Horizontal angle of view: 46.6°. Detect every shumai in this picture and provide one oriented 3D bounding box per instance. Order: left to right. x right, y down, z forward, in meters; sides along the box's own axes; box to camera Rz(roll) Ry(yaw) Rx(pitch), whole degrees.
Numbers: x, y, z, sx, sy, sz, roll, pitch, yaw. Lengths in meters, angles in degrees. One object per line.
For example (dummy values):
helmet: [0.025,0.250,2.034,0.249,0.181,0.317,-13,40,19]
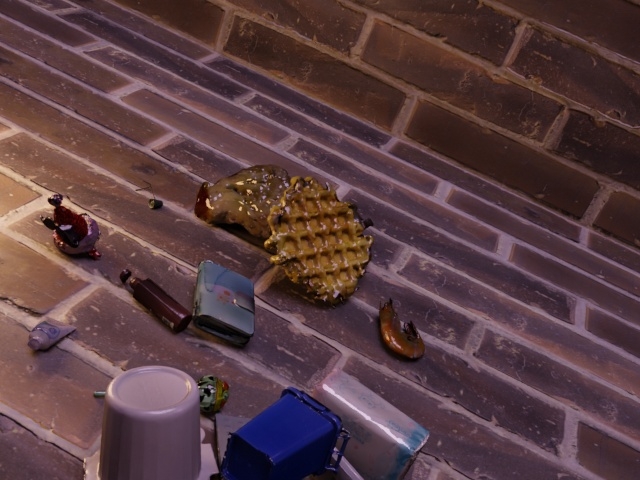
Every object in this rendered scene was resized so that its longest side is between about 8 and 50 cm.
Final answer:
shumai: [-0.253,-0.148,2.437,0.283,0.217,0.346,13,35,-16]

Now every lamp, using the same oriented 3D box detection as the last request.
lamp: [-0.550,-0.146,2.424,0.054,0.041,0.121,1,38,-47]

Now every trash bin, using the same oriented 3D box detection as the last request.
trash bin: [-0.074,0.431,1.538,0.184,0.163,0.234,29,24,28]

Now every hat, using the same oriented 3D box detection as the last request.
hat: [-0.678,-0.046,1.997,0.128,0.227,0.140,-26,63,-11]

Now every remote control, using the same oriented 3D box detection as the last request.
remote control: [0.073,0.559,1.606,0.034,0.103,0.250,-10,42,-45]

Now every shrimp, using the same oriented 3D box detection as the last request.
shrimp: [0.238,0.265,2.248,0.150,0.068,0.249,20,32,-30]

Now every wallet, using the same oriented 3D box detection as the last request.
wallet: [-0.262,0.168,2.026,0.176,0.075,0.250,28,26,-20]

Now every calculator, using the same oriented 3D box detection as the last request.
calculator: [-0.152,0.469,1.626,0.161,0.021,0.262,14,17,-17]

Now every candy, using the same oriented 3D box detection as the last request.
candy: [-0.363,0.352,1.709,0.305,0.083,0.091,3,-4,-14]

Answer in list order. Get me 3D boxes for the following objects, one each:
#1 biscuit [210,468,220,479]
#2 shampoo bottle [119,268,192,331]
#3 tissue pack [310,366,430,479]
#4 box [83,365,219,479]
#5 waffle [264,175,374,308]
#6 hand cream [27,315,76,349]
biscuit: [-0.184,0.577,1.435,0.394,0.070,0.350,3,34,-30]
shampoo bottle: [-0.441,0.154,1.970,0.236,0.068,0.067,36,32,20]
tissue pack: [0.087,0.449,1.698,0.271,0.201,0.124,33,24,19]
box: [-0.318,0.372,1.491,0.262,0.206,0.291,18,25,25]
waffle: [0.000,0.000,2.304,0.382,0.095,0.380,41,51,-18]
hand cream: [-0.643,0.216,1.754,0.084,0.053,0.142,22,19,0]
